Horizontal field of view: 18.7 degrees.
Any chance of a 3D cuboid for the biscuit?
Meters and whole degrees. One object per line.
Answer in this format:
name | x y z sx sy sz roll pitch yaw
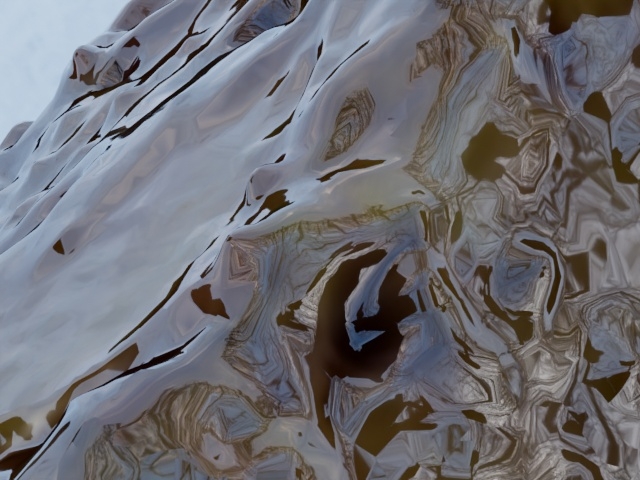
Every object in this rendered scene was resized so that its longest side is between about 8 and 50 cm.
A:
biscuit | 0.000 0.000 0.612 0.166 0.342 0.395 46 60 -20
